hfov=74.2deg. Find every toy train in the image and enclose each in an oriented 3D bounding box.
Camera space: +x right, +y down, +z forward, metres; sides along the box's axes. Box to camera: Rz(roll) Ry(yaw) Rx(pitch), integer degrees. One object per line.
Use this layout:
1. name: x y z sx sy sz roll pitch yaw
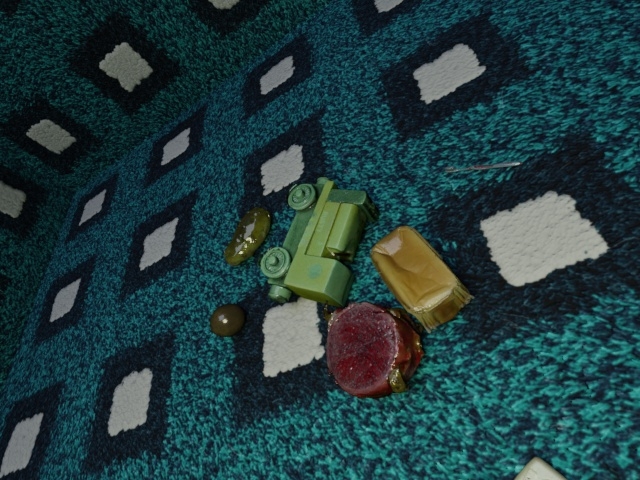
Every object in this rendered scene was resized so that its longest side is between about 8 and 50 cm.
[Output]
1. toy train: 0.000 0.000 1.179 0.254 0.160 0.396 8 66 34

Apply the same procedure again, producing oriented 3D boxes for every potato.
1. potato: -0.243 -0.014 1.421 0.117 0.090 0.225 15 70 44

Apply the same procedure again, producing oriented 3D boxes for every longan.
1. longan: -0.276 0.237 1.275 0.106 0.106 0.119 -31 4 18

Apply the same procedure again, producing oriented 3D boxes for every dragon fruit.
1. dragon fruit: 0.121 0.233 0.936 0.210 0.147 0.282 -57 40 5

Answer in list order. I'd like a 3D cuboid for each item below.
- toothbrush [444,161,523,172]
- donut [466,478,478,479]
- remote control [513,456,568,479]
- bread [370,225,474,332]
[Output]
1. toothbrush: 0.410 -0.188 1.077 0.194 0.019 0.013 2 62 37
2. donut: 0.214 0.498 0.660 0.126 0.144 0.187 34 49 31
3. remote control: 0.395 0.436 0.624 0.090 0.049 0.230 -49 42 -5
4. bread: 0.223 0.082 0.971 0.136 0.107 0.241 -39 44 6
